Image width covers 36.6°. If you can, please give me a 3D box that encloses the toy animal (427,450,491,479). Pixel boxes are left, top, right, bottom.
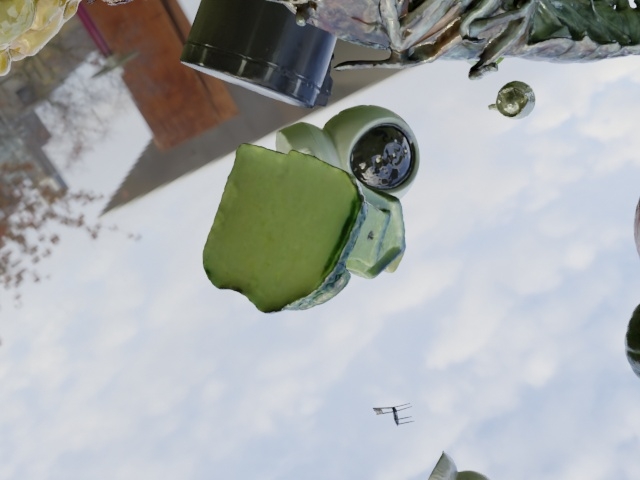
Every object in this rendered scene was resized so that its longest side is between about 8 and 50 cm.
[{"bbox_3d":[0.275,0.439,1.589,0.221,0.131,0.104,23,-136,10],"label":"toy animal"}]

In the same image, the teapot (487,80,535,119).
[{"bbox_3d":[0.273,-0.199,1.384,0.067,0.057,0.083,-14,-175,17],"label":"teapot"}]

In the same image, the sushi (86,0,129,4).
[{"bbox_3d":[-0.340,-0.417,1.619,0.099,0.047,0.050,-1,-135,0],"label":"sushi"}]

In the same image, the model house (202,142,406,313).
[{"bbox_3d":[0.000,0.000,1.209,0.214,0.189,0.195,17,-88,37],"label":"model house"}]

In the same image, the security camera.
[{"bbox_3d":[0.056,-0.136,1.689,0.236,0.194,0.194,-16,-161,-11],"label":"security camera"}]

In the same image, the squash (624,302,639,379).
[{"bbox_3d":[0.604,0.164,1.597,0.218,0.218,0.172,-39,-135,-22],"label":"squash"}]

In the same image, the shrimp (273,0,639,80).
[{"bbox_3d":[0.130,-0.207,0.783,0.166,0.410,0.221,122,-30,-42],"label":"shrimp"}]

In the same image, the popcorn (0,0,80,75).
[{"bbox_3d":[-0.411,-0.357,1.047,0.390,0.344,0.354,-50,-168,-7],"label":"popcorn"}]

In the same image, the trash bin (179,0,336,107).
[{"bbox_3d":[-0.053,-0.358,1.356,0.203,0.252,0.301,25,-82,54],"label":"trash bin"}]

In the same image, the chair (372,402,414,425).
[{"bbox_3d":[0.156,0.375,2.069,0.086,0.037,0.042,-10,-122,14],"label":"chair"}]

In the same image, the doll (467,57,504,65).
[{"bbox_3d":[0.223,-0.347,1.549,0.134,0.186,0.106,-65,-164,0],"label":"doll"}]

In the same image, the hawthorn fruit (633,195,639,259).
[{"bbox_3d":[0.497,0.019,1.050,0.277,0.298,0.277,-26,174,-3],"label":"hawthorn fruit"}]
